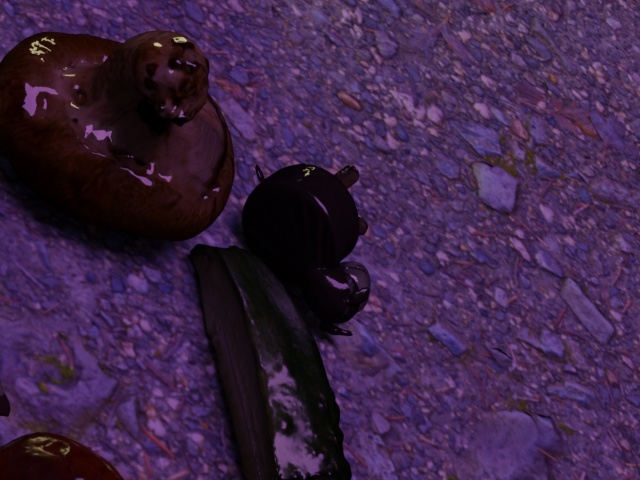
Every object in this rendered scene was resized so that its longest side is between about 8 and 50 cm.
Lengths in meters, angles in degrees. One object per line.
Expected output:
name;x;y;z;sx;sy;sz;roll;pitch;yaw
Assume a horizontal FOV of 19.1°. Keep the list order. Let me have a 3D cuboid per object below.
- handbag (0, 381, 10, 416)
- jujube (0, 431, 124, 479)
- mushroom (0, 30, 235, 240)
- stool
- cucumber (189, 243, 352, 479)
handbag;-0.403;0.069;1.696;0.213;0.127;0.235;1;45;-44
jujube;-0.227;0.294;1.639;0.190;0.190;0.255;-24;92;-50
mushroom;-0.194;-0.127;2.006;0.267;0.254;0.267;55;20;-31
stool;0.000;0.000;2.124;0.217;0.125;0.121;58;37;0
cucumber;-0.047;0.129;1.988;0.145;0.105;0.325;9;49;-36
